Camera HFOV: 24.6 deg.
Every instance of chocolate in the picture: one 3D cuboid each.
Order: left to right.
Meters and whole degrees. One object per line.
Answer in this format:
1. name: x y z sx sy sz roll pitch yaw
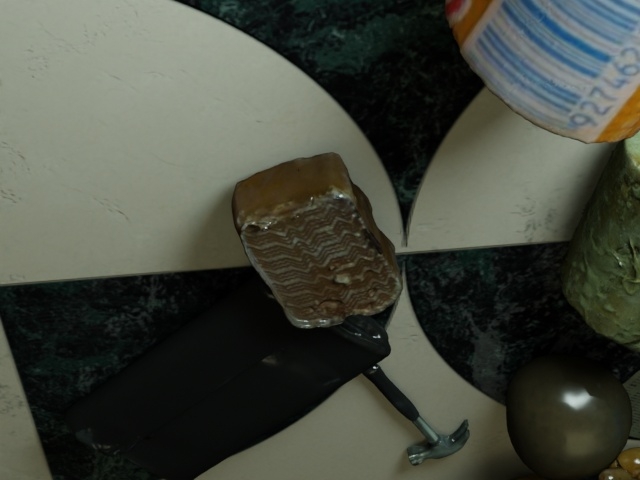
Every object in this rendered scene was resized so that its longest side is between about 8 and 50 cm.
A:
1. chocolate: 0.000 0.000 1.668 0.148 0.093 0.214 -15 139 13

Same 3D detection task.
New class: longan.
1. longan: 0.328 0.235 1.946 0.189 0.189 0.189 -4 140 -3

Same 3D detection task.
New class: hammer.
1. hammer: 0.126 0.232 2.016 0.103 0.029 0.246 -20 137 17

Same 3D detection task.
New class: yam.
1. yam: 0.374 -0.006 1.654 0.168 0.168 0.304 4 139 -12

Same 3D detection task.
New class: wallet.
1. wallet: -0.125 0.186 1.899 0.228 0.062 0.406 29 129 -34

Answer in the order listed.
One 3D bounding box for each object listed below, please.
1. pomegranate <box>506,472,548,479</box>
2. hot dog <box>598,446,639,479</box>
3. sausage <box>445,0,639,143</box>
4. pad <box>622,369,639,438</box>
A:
1. pomegranate: 0.314 0.464 2.163 0.260 0.260 0.260 -4 140 -3
2. hot dog: 0.476 0.346 2.171 0.140 0.060 0.090 21 129 -24
3. sausage: 0.268 -0.259 1.282 0.233 0.233 0.287 11 139 -19
4. pad: 0.521 0.250 2.101 0.265 0.009 0.159 16 136 -24
